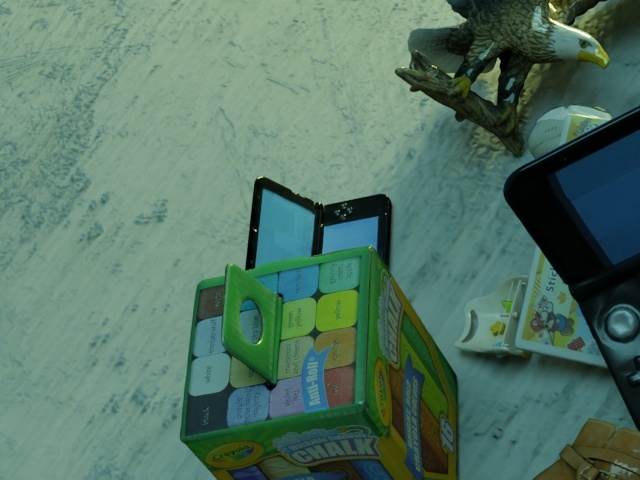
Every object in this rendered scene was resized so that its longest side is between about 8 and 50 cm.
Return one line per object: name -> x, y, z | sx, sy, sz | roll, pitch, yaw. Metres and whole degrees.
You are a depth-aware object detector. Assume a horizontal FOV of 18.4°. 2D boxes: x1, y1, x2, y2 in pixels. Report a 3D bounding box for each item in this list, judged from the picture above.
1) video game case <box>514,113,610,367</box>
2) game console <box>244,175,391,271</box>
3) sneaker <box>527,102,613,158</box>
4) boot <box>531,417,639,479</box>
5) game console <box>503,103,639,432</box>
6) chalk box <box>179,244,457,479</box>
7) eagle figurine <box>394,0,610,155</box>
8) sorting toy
video game case -> 0.299, 0.009, 1.802 | 0.206, 0.026, 0.227 | 11, 86, 24
game console -> 0.000, 0.000, 2.002 | 0.124, 0.085, 0.144 | -11, 51, 20
sneaker -> 0.287, -0.041, 1.880 | 0.262, 0.099, 0.121 | 26, 74, 40
boot -> 0.258, 0.238, 1.689 | 0.197, 0.073, 0.152 | 26, 69, 39
game console -> 0.345, 0.006, 1.672 | 0.293, 0.173, 0.250 | -28, 73, 14
chalk box -> -0.006, 0.130, 1.764 | 0.179, 0.289, 0.180 | -12, 51, 20
eagle figurine -> 0.228, -0.242, 1.989 | 0.225, 0.226, 0.298 | 31, 92, 10
sorting toy -> 0.165, 0.080, 1.886 | 0.075, 0.045, 0.083 | -3, 54, 35
